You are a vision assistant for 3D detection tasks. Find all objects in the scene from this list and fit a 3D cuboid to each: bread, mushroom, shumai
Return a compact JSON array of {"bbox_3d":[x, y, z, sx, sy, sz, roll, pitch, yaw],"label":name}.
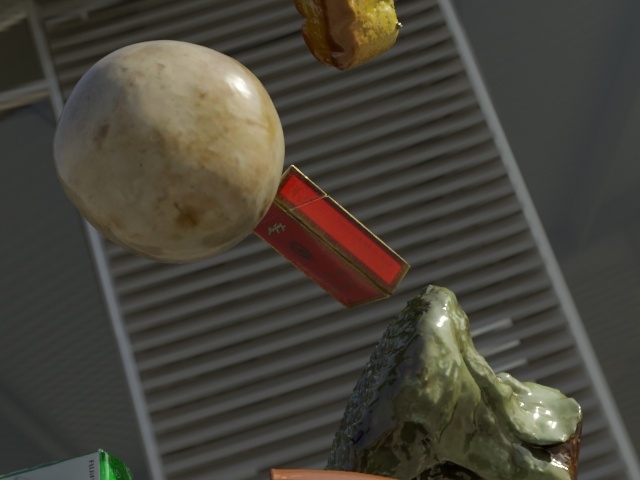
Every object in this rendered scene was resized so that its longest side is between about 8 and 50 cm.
[{"bbox_3d":[0.013,-0.311,1.377,0.094,0.246,0.102,-28,27,-35],"label":"bread"},{"bbox_3d":[-0.202,-0.102,1.630,0.297,0.298,0.290,-11,-15,-20],"label":"mushroom"},{"bbox_3d":[0.184,0.289,1.690,0.323,0.398,0.324,24,-1,-2],"label":"shumai"}]

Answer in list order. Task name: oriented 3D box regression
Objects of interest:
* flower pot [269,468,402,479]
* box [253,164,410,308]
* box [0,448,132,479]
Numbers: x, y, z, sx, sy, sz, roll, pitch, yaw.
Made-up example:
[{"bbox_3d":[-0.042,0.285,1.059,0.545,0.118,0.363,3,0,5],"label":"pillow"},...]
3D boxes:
[{"bbox_3d":[0.038,0.319,1.240,0.173,0.191,0.191,-1,-23,-3],"label":"flower pot"},{"bbox_3d":[0.001,-0.001,1.881,0.074,0.239,0.153,-55,13,-19],"label":"box"},{"bbox_3d":[-0.378,0.404,1.722,0.250,0.180,0.103,-17,-35,12],"label":"box"}]
